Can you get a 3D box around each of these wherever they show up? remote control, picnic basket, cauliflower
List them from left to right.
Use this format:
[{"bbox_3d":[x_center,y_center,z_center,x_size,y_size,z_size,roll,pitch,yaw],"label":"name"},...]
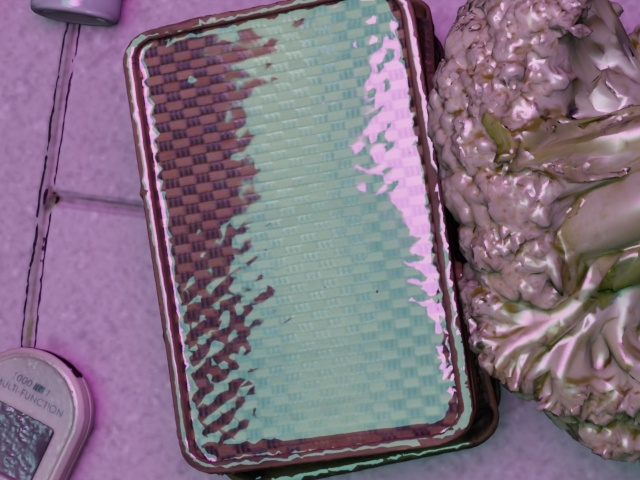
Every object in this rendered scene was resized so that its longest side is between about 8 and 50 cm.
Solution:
[{"bbox_3d":[-0.206,0.168,0.941,0.078,0.042,0.221,26,92,13],"label":"remote control"},{"bbox_3d":[0.000,0.000,0.855,0.165,0.139,0.266,-9,86,11],"label":"picnic basket"},{"bbox_3d":[0.193,-0.014,0.748,0.250,0.275,0.272,-14,80,52],"label":"cauliflower"}]

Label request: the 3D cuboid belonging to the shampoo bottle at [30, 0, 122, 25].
[{"bbox_3d":[-0.136,-0.231,0.938,0.056,0.056,0.195,8,89,12],"label":"shampoo bottle"}]
